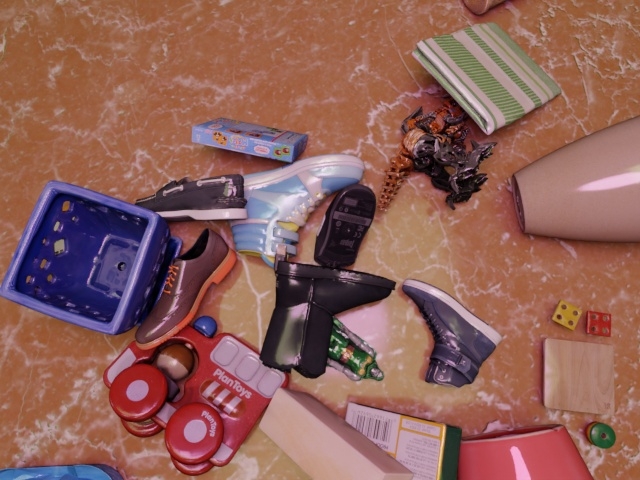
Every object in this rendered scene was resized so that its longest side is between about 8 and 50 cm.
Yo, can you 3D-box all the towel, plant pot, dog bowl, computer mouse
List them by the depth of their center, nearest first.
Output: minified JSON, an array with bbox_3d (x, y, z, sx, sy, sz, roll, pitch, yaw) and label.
[{"bbox_3d":[0.359,0.459,0.794,0.274,0.275,0.243,-10,68,0],"label":"plant pot"},{"bbox_3d":[-0.518,0.517,0.893,0.297,0.074,0.166,-3,78,1],"label":"dog bowl"},{"bbox_3d":[0.538,-0.100,0.917,0.274,0.256,0.257,-10,77,16],"label":"plant pot"},{"bbox_3d":[-0.424,0.045,0.919,0.235,0.212,0.236,17,79,6],"label":"plant pot"},{"bbox_3d":[0.000,0.000,0.931,0.184,0.060,0.262,6,111,-22],"label":"computer mouse"},{"bbox_3d":[0.364,-0.362,0.992,0.324,0.038,0.248,-32,77,-37],"label":"towel"}]

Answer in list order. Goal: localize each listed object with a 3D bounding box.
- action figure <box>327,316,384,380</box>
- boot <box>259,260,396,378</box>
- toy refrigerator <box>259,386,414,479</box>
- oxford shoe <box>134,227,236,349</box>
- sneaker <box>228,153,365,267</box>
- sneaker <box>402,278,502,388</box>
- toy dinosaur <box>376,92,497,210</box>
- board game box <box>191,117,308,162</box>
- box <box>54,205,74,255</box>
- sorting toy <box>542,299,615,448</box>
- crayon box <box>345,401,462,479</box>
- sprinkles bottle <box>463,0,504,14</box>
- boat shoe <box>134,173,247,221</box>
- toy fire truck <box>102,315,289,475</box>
[{"bbox_3d":[0.031,0.216,0.946,0.232,0.063,0.137,32,78,5],"label":"action figure"},{"bbox_3d":[0.015,0.155,0.885,0.246,0.094,0.207,8,90,-17],"label":"boot"},{"bbox_3d":[0.017,0.372,0.816,0.269,0.102,0.094,23,84,44],"label":"toy refrigerator"},{"bbox_3d":[-0.285,0.090,0.922,0.096,0.098,0.271,5,49,39],"label":"oxford shoe"},{"bbox_3d":[-0.045,-0.051,0.973,0.318,0.127,0.208,-14,76,9],"label":"sneaker"},{"bbox_3d":[0.229,0.194,0.928,0.226,0.086,0.163,36,79,8],"label":"sneaker"},{"bbox_3d":[0.247,-0.184,1.002,0.218,0.164,0.322,40,100,24],"label":"toy dinosaur"},{"bbox_3d":[-0.146,-0.221,0.998,0.211,0.160,0.039,13,113,5],"label":"board game box"},{"bbox_3d":[-0.566,-0.004,1.029,0.081,0.028,0.136,-19,80,-2],"label":"box"},{"bbox_3d":[0.508,0.260,0.924,0.132,0.046,0.275,5,79,3],"label":"sorting toy"},{"bbox_3d":[0.120,0.471,0.808,0.203,0.083,0.323,-2,67,39],"label":"crayon box"},{"bbox_3d":[0.508,-0.663,1.082,0.355,0.121,0.121,-27,78,-4],"label":"sprinkles bottle"},{"bbox_3d":[-0.272,-0.085,0.952,0.302,0.114,0.091,1,90,26],"label":"boat shoe"},{"bbox_3d":[-0.246,0.285,0.905,0.302,0.169,0.254,32,55,9],"label":"toy fire truck"}]
